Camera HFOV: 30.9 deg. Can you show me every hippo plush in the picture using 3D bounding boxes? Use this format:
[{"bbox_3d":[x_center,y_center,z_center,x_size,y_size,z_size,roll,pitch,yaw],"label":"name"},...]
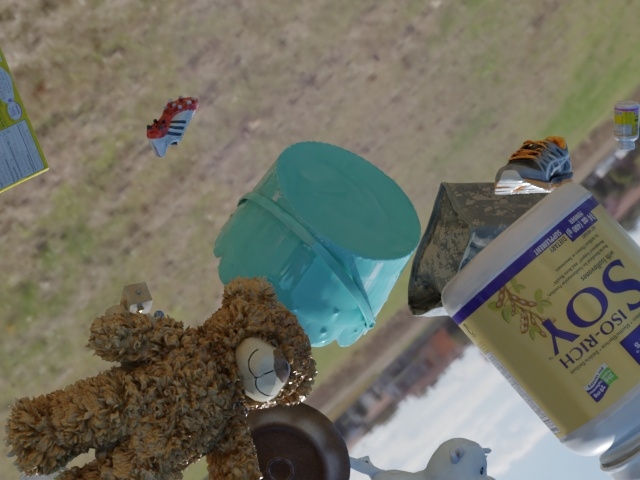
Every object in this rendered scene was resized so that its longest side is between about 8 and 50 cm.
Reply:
[{"bbox_3d":[0.233,0.475,2.172,0.236,0.294,0.234,-37,155,15],"label":"hippo plush"}]

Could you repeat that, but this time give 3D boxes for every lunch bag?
[{"bbox_3d":[0.310,0.041,2.161,0.235,0.169,0.287,-2,131,-22],"label":"lunch bag"}]

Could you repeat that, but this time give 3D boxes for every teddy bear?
[{"bbox_3d":[-0.154,0.175,1.192,0.338,0.245,0.113,-12,172,-14],"label":"teddy bear"}]

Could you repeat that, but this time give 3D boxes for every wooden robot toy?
[{"bbox_3d":[-0.233,0.092,1.411,0.076,0.079,0.173,-20,151,-10],"label":"wooden robot toy"}]

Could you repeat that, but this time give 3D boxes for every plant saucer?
[{"bbox_3d":[-0.056,0.334,1.705,0.198,0.198,0.036,-46,176,15],"label":"plant saucer"}]

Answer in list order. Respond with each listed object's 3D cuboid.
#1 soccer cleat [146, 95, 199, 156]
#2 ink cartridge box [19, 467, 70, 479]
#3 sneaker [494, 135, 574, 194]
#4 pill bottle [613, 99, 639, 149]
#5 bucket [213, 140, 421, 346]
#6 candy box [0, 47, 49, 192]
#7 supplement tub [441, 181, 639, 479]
[{"bbox_3d":[-0.143,-0.112,1.125,0.083,0.029,0.035,-57,147,-48],"label":"soccer cleat"},{"bbox_3d":[-0.324,0.323,1.485,0.029,0.115,0.063,-57,172,6],"label":"ink cartridge box"},{"bbox_3d":[0.315,-0.111,1.715,0.084,0.083,0.215,1,-174,29],"label":"sneaker"},{"bbox_3d":[0.542,-0.204,2.051,0.043,0.043,0.083,-33,124,-54],"label":"pill bottle"},{"bbox_3d":[0.000,0.000,1.701,0.281,0.281,0.183,-33,161,-53],"label":"bucket"},{"bbox_3d":[-0.373,-0.147,1.229,0.105,0.205,0.027,-29,-153,-26],"label":"candy box"},{"bbox_3d":[0.341,0.118,1.461,0.241,0.331,0.241,-40,172,-7],"label":"supplement tub"}]
